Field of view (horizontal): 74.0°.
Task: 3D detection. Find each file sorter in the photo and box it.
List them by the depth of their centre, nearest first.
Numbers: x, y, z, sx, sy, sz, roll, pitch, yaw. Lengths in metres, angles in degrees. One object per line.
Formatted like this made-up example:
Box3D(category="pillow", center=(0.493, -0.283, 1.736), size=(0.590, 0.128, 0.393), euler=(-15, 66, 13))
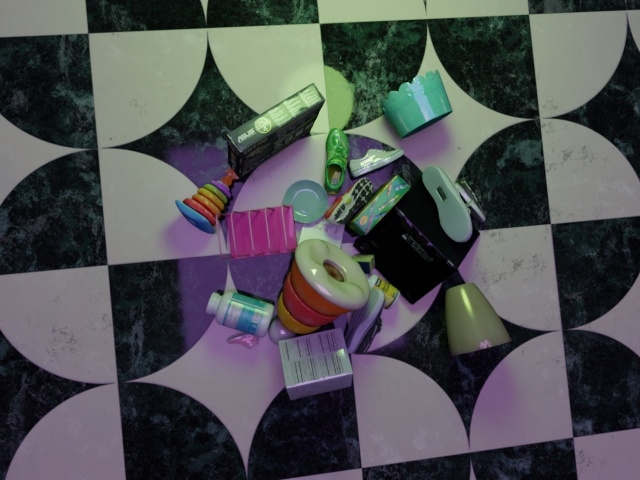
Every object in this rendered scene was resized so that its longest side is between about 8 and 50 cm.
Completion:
Box3D(category="file sorter", center=(-0.262, -0.035, 1.748), size=(0.291, 0.182, 0.202), euler=(-7, 89, 7))

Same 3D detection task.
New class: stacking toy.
Box3D(category="stacking toy", center=(-0.061, 0.259, 1.742), size=(0.351, 0.350, 0.480), euler=(38, 117, -3))
Box3D(category="stacking toy", center=(-0.447, -0.193, 1.794), size=(0.175, 0.165, 0.301), euler=(32, 74, 11))

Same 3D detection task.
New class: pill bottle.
Box3D(category="pill bottle", center=(-0.337, 0.301, 1.779), size=(0.264, 0.146, 0.146), euler=(19, 87, -4))
Box3D(category="pill bottle", center=(0.246, 0.213, 1.856), size=(0.184, 0.103, 0.103), euler=(34, 86, -4))

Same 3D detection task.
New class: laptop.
Box3D(category="laptop", center=(0.438, -0.005, 1.911), size=(0.382, 0.236, 0.408), euler=(46, 112, -1))

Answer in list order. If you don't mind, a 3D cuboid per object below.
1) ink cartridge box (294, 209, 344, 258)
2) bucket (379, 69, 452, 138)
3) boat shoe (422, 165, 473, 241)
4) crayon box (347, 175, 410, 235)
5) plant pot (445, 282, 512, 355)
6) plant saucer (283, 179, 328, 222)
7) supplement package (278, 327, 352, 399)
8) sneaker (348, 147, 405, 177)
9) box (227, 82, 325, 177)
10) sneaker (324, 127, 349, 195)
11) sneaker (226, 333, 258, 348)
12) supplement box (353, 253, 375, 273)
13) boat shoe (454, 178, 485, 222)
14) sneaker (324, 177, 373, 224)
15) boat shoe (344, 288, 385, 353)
Box3D(category="ink cartridge box", center=(0.000, 0.000, 1.877), size=(0.189, 0.066, 0.232), euler=(14, 66, -4))
Box3D(category="bucket", center=(0.415, -0.572, 1.816), size=(0.281, 0.281, 0.183), euler=(-26, 92, -5))
Box3D(category="boat shoe", center=(0.581, -0.161, 1.860), size=(0.157, 0.136, 0.367), euler=(-3, 61, -41))
Box3D(category="crayon box", center=(0.246, -0.146, 1.835), size=(0.081, 0.165, 0.278), euler=(44, 86, -3))
Box3D(category="plant pot", center=(0.645, 0.331, 1.838), size=(0.257, 0.256, 0.273), euler=(-14, 74, -6))
Box3D(category="plant saucer", center=(-0.064, -0.170, 1.866), size=(0.195, 0.037, 0.194), euler=(0, 83, -3))
Box3D(category="supplement package", center=(-0.020, 0.507, 1.744), size=(0.263, 0.199, 0.198), euler=(-11, 58, -5))
Box3D(category="sneaker", center=(0.246, -0.365, 1.877), size=(0.258, 0.094, 0.091), euler=(-24, 95, -5))
Box3D(category="box", center=(-0.186, -0.428, 1.699), size=(0.395, 0.318, 0.097), euler=(-36, 92, -14))
Box3D(category="sneaker", center=(0.074, -0.346, 1.846), size=(0.110, 0.123, 0.295), euler=(3, 88, -5))
Box3D(category="sneaker", center=(-0.331, 0.439, 1.822), size=(0.134, 0.051, 0.070), euler=(-13, 84, -10))
Box3D(category="supplement box", center=(0.185, 0.101, 1.844), size=(0.083, 0.083, 0.056), euler=(1, 113, 24))
Box3D(category="boat shoe", center=(0.687, -0.182, 1.921), size=(0.070, 0.078, 0.219), euler=(-37, 90, -4))
Box3D(category="sneaker", center=(0.118, -0.180, 1.857), size=(0.279, 0.118, 0.107), euler=(-44, 120, -24))
Box3D(category="boat shoe", center=(0.207, 0.349, 1.822), size=(0.119, 0.121, 0.335), euler=(15, 117, -22))
